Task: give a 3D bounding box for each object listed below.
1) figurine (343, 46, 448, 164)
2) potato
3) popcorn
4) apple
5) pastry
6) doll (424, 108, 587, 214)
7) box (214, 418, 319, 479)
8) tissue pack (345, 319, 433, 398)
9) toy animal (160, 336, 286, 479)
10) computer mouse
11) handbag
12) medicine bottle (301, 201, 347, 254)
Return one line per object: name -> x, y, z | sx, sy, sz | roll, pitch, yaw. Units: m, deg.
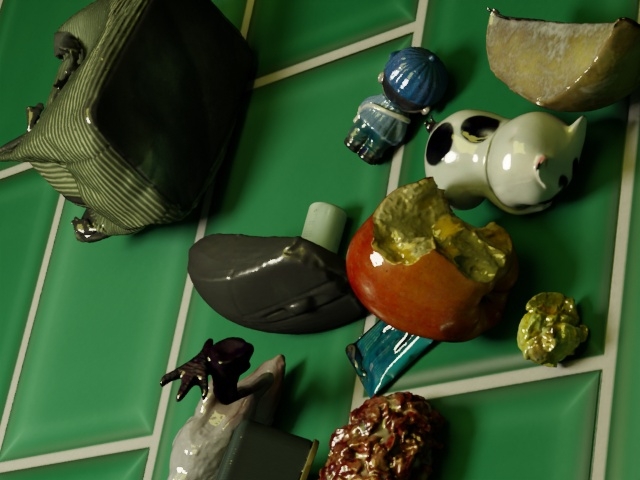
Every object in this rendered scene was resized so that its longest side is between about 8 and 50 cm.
figurine -> 0.085, -0.162, 2.058 | 0.086, 0.087, 0.149 | 42, 101, 14
potato -> 0.266, -0.173, 1.836 | 0.261, 0.120, 0.100 | 19, 87, 64
popcorn -> 0.226, 0.086, 1.743 | 0.068, 0.059, 0.083 | -3, 54, 47
apple -> 0.118, 0.032, 1.821 | 0.158, 0.156, 0.147 | 48, 120, 25
pastry -> 0.049, 0.246, 1.802 | 0.115, 0.097, 0.208 | 24, 82, 42
doll -> 0.195, -0.085, 1.859 | 0.181, 0.107, 0.110 | 9, 50, 44
box -> -0.081, 0.296, 1.841 | 0.144, 0.090, 0.201 | 114, 178, -65
tissue pack -> 0.085, 0.102, 1.914 | 0.138, 0.028, 0.085 | -46, 39, 20
toy animal -> -0.128, 0.238, 1.979 | 0.090, 0.195, 0.324 | 31, 117, 31
computer mouse -> -0.062, 0.057, 2.015 | 0.270, 0.137, 0.086 | 1, 62, 49
handbag -> -0.256, -0.170, 2.294 | 0.240, 0.247, 0.340 | -14, 44, 39
medicine bottle -> 0.000, 0.000, 2.059 | 0.047, 0.047, 0.083 | -6, 61, 46
